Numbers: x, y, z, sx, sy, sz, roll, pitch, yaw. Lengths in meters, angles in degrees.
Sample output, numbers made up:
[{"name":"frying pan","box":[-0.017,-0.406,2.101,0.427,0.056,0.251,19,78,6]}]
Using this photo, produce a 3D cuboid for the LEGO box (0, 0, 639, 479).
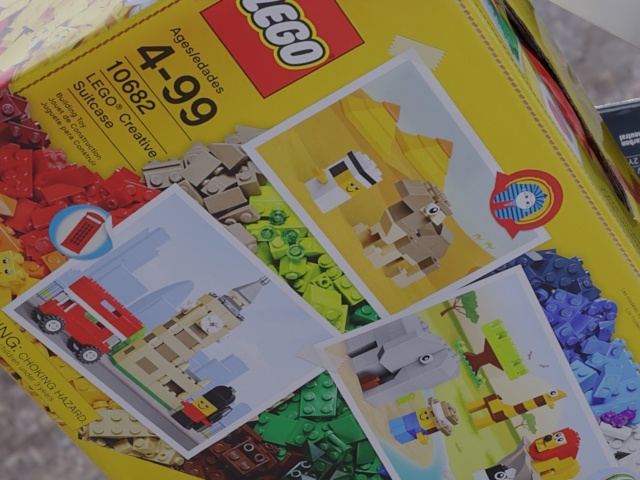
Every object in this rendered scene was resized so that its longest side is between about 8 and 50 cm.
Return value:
[{"name":"LEGO box","box":[0.000,0.000,1.247,0.372,0.500,0.193,-28,34,16]}]

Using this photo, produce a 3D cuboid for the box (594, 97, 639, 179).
[{"name":"box","box":[0.323,0.097,1.672,0.212,0.395,0.293,-11,-13,-5]}]

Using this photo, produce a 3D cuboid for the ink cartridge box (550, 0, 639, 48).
[{"name":"ink cartridge box","box":[0.317,-0.213,1.303,0.289,0.122,0.211,-16,33,-29]}]
